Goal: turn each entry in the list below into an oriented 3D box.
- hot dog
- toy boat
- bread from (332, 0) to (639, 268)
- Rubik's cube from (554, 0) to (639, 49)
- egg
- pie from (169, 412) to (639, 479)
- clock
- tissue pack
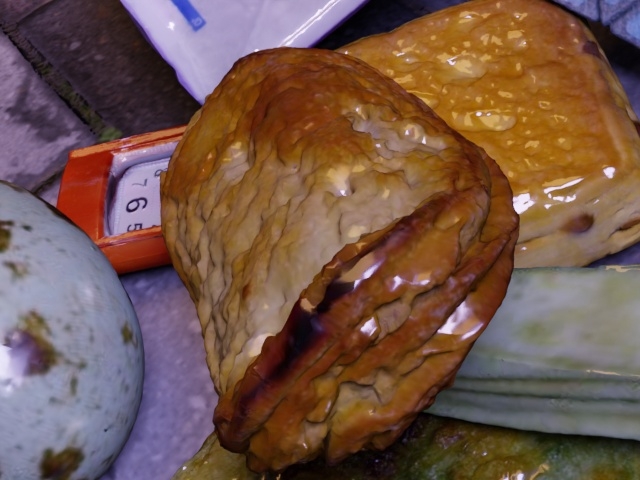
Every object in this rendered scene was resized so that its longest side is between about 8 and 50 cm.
[{"bbox_3d":[0.003,0.002,0.608,0.175,0.114,0.259,-50,28,16],"label":"hot dog"},{"bbox_3d":[0.161,0.053,0.572,0.293,0.055,0.093,4,45,28],"label":"toy boat"},{"bbox_3d":[0.077,-0.049,0.769,0.235,0.099,0.210,-16,46,5],"label":"bread"},{"bbox_3d":[0.275,-0.192,0.726,0.228,0.233,0.229,-56,22,1],"label":"Rubik's cube"},{"bbox_3d":[-0.196,0.058,0.743,0.169,0.169,0.231,-27,56,1],"label":"egg"},{"bbox_3d":[0.050,0.140,0.616,0.323,0.070,0.323,-14,42,13],"label":"pie"},{"bbox_3d":[-0.102,-0.025,0.865,0.155,0.061,0.113,-13,44,11],"label":"clock"},{"bbox_3d":[-0.051,-0.250,0.898,0.242,0.160,0.338,-38,23,1],"label":"tissue pack"}]
